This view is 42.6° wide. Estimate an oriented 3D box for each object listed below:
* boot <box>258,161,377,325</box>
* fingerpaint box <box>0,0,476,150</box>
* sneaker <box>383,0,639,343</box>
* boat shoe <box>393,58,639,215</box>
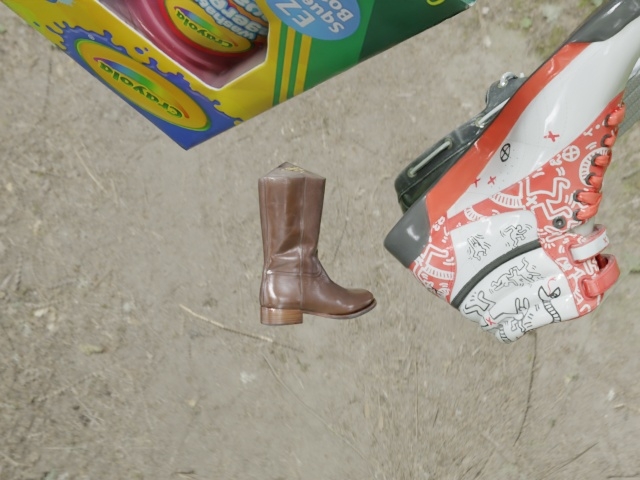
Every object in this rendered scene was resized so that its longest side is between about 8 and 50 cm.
[{"bbox_3d":[0.000,0.000,0.595,0.037,0.106,0.114,7,99,49],"label":"boot"},{"bbox_3d":[-0.144,-0.285,0.525,0.444,0.371,0.163,40,64,-24],"label":"fingerpaint box"},{"bbox_3d":[0.178,-0.041,0.586,0.145,0.090,0.270,43,120,5],"label":"sneaker"},{"bbox_3d":[0.211,-0.123,0.869,0.335,0.121,0.119,-37,60,15],"label":"boat shoe"}]
